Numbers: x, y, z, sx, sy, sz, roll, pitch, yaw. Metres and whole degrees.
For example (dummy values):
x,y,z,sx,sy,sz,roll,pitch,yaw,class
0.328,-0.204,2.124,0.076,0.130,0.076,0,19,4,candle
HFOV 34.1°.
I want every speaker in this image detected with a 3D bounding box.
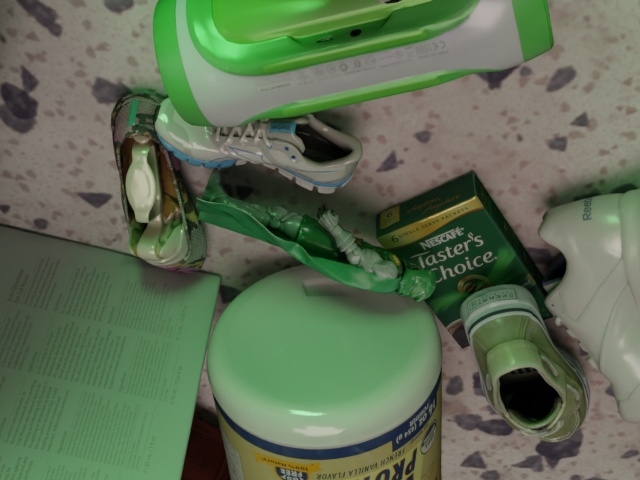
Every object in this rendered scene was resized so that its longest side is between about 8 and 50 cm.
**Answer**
x,y,z,sx,sy,sz,roll,pitch,yaw,class
0.026,-0.172,0.823,0.297,0.131,0.131,-10,130,14,speaker

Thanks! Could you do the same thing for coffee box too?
x,y,z,sx,sy,sz,roll,pitch,yaw,class
0.146,0.025,1.043,0.113,0.040,0.184,-22,126,23,coffee box

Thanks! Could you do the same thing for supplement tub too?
x,y,z,sx,sy,sz,roll,pitch,yaw,class
0.013,0.204,1.088,0.228,0.228,0.316,-1,131,6,supplement tub

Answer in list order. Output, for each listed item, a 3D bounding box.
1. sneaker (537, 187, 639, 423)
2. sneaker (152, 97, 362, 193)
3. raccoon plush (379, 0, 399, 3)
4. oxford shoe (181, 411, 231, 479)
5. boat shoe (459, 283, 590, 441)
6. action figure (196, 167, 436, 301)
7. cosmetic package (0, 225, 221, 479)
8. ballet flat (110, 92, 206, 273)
x,y,z,sx,sy,sz,roll,pitch,yaw,class
0.293,0.066,1.043,0.129,0.111,0.297,-1,126,23,sneaker
-0.050,-0.096,0.917,0.191,0.071,0.083,11,168,-13,sneaker
0.014,-0.348,0.600,0.216,0.299,0.446,8,120,8,raccoon plush
-0.158,0.279,1.270,0.130,0.123,0.348,-4,138,44,oxford shoe
0.212,0.154,1.079,0.109,0.094,0.302,-18,143,18,boat shoe
0.000,0.000,0.975,0.232,0.137,0.063,24,92,-2,action figure
-0.263,0.155,0.970,0.284,0.377,0.097,16,130,-8,cosmetic package
-0.159,-0.033,0.993,0.077,0.079,0.221,0,132,7,ballet flat
